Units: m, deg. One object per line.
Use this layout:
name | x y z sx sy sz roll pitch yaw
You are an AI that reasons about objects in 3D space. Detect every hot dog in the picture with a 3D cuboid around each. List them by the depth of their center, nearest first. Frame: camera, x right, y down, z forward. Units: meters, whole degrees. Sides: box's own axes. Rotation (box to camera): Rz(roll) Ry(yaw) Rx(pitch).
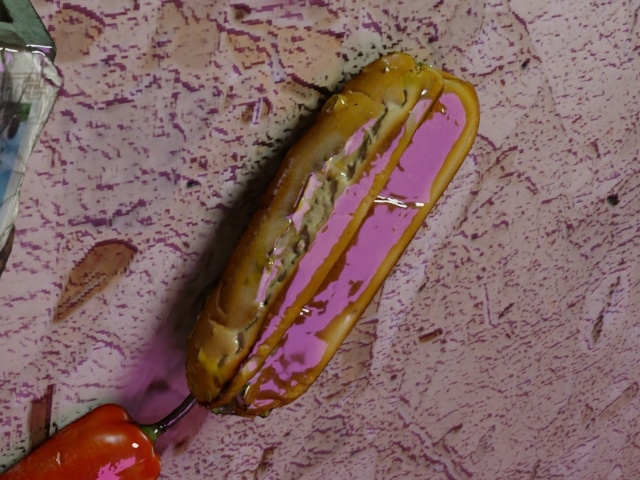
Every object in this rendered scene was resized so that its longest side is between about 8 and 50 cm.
hot dog | 0.000 0.000 0.898 0.269 0.072 0.115 -55 151 7

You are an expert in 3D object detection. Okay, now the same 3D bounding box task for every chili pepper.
chili pepper | -0.181 0.172 0.924 0.272 0.063 0.071 -35 128 -6

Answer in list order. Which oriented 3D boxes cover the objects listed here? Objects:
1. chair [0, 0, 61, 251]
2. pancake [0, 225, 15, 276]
chair | -0.182 -0.027 0.561 0.147 0.270 0.136 6 121 -33
pancake | -0.251 0.016 0.752 0.190 0.020 0.184 -18 135 -29
